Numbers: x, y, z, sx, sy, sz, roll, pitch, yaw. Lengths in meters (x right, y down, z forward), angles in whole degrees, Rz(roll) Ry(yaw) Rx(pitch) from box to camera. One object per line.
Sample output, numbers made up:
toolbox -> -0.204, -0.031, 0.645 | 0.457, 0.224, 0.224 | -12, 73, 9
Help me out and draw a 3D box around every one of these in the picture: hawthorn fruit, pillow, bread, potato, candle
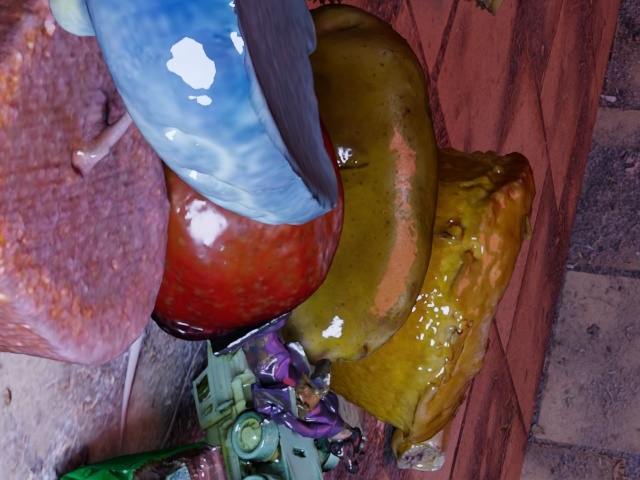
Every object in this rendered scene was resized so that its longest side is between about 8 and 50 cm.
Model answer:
hawthorn fruit -> -0.083, -0.049, 1.138 | 0.215, 0.215, 0.250 | -65, 150, -42
pillow -> 0.034, 0.170, 1.764 | 0.208, 0.053, 0.119 | 75, 25, -48
bread -> 0.117, 0.041, 1.562 | 0.358, 0.204, 0.337 | -50, 163, -71
bread -> 0.164, 0.283, 2.137 | 0.119, 0.084, 0.177 | 73, 30, -53
potato -> 0.016, -0.061, 1.340 | 0.195, 0.176, 0.369 | 9, 71, -45
candle -> -0.192, -0.065, 0.911 | 0.287, 0.131, 0.317 | -20, 114, -66

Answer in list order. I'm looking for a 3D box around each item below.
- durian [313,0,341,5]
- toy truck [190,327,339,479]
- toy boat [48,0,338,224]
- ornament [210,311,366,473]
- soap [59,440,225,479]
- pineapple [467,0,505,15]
durian -> 0.012, -0.329, 1.363 | 0.198, 0.146, 0.159 | 59, 41, -67
toy truck -> -0.070, 0.181, 1.327 | 0.128, 0.135, 0.259 | 20, 52, -47
toy boat -> -0.079, -0.121, 0.907 | 0.330, 0.123, 0.215 | 40, 42, -74
ornament -> -0.023, 0.132, 1.248 | 0.203, 0.088, 0.081 | 55, 5, -31
soap -> -0.134, 0.317, 1.148 | 0.218, 0.098, 0.273 | 1, 78, -69
pineapple -> 0.223, -0.476, 1.967 | 0.344, 0.209, 0.286 | -36, 164, -33
